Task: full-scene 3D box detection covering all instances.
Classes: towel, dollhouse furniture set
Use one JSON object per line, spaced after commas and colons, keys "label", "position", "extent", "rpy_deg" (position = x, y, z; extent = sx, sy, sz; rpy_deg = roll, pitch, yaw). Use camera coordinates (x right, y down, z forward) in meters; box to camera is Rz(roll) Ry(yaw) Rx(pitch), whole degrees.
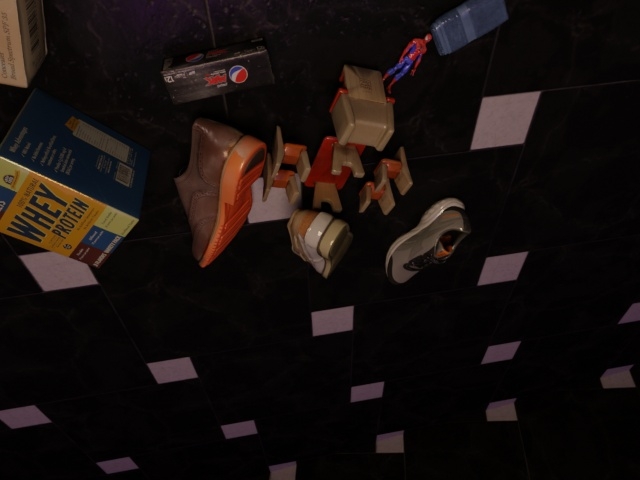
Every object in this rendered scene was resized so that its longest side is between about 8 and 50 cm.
{"label": "towel", "position": [0.245, -0.364, 0.765], "extent": [0.120, 0.029, 0.067], "rpy_deg": [-26, 135, 13]}
{"label": "dollhouse furniture set", "position": [0.041, -0.172, 0.853], "extent": [0.262, 0.135, 0.259], "rpy_deg": [5, 150, -18]}

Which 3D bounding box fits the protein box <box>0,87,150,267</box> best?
{"label": "protein box", "position": [-0.411, -0.099, 0.749], "extent": [0.201, 0.199, 0.136], "rpy_deg": [29, 121, -34]}

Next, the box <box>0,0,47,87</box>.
{"label": "box", "position": [-0.530, -0.307, 0.567], "extent": [0.312, 0.121, 0.147], "rpy_deg": [4, 134, -18]}

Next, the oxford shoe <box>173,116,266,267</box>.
{"label": "oxford shoe", "position": [-0.212, -0.084, 0.899], "extent": [0.133, 0.130, 0.363], "rpy_deg": [32, 135, 2]}

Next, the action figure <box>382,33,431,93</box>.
{"label": "action figure", "position": [0.149, -0.308, 0.799], "extent": [0.038, 0.030, 0.115], "rpy_deg": [26, 122, -28]}

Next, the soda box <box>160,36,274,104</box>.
{"label": "soda box", "position": [-0.163, -0.272, 0.740], "extent": [0.169, 0.053, 0.060], "rpy_deg": [-12, 136, -1]}

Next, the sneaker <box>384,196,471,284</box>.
{"label": "sneaker", "position": [0.249, 0.021, 1.098], "extent": [0.100, 0.107, 0.271], "rpy_deg": [14, 131, -28]}

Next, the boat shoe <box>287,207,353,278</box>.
{"label": "boat shoe", "position": [0.000, 0.000, 0.985], "extent": [0.103, 0.113, 0.302], "rpy_deg": [30, 166, 10]}
